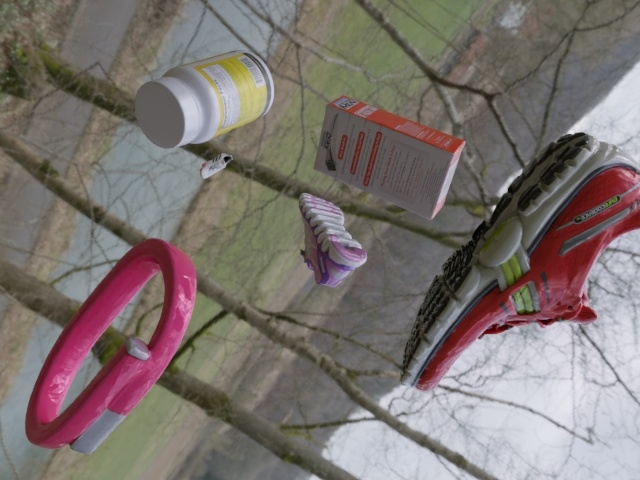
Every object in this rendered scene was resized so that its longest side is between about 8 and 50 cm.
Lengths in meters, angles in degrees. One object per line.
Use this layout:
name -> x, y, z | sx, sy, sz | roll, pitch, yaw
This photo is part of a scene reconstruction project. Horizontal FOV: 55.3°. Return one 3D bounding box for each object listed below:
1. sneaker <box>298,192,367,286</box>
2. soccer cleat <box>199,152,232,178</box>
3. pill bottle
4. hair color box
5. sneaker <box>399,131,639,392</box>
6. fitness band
sneaker -> 0.000, 0.000, 1.160 | 0.104, 0.095, 0.236 | -60, -147, 26
soccer cleat -> -0.214, -0.153, 1.247 | 0.036, 0.029, 0.083 | 6, -143, 34
pill bottle -> -0.176, -0.219, 0.946 | 0.208, 0.119, 0.119 | -38, 169, -49
hair color box -> 0.081, -0.104, 0.753 | 0.053, 0.167, 0.093 | -43, 153, -51
sneaker -> 0.170, 0.046, 0.520 | 0.279, 0.118, 0.107 | -54, 180, 24
fitness band -> -0.258, 0.125, 0.739 | 0.291, 0.054, 0.209 | -46, -145, 13
